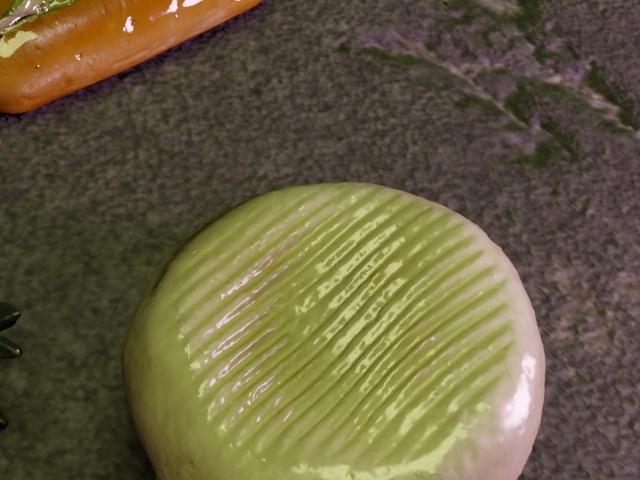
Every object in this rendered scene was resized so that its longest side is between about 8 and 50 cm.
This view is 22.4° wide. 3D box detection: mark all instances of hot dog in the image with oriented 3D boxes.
[{"bbox_3d":[-0.131,-0.158,1.003,0.249,0.068,0.100,-31,62,-32],"label":"hot dog"}]

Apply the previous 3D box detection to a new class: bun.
[{"bbox_3d":[0.007,0.074,0.790,0.222,0.128,0.222,-1,43,1],"label":"bun"}]

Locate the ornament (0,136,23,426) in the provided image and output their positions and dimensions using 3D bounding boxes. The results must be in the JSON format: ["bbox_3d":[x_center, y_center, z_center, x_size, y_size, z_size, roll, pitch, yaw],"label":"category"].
[{"bbox_3d":[-0.246,0.032,0.802,0.202,0.080,0.236,-3,50,-19],"label":"ornament"}]
